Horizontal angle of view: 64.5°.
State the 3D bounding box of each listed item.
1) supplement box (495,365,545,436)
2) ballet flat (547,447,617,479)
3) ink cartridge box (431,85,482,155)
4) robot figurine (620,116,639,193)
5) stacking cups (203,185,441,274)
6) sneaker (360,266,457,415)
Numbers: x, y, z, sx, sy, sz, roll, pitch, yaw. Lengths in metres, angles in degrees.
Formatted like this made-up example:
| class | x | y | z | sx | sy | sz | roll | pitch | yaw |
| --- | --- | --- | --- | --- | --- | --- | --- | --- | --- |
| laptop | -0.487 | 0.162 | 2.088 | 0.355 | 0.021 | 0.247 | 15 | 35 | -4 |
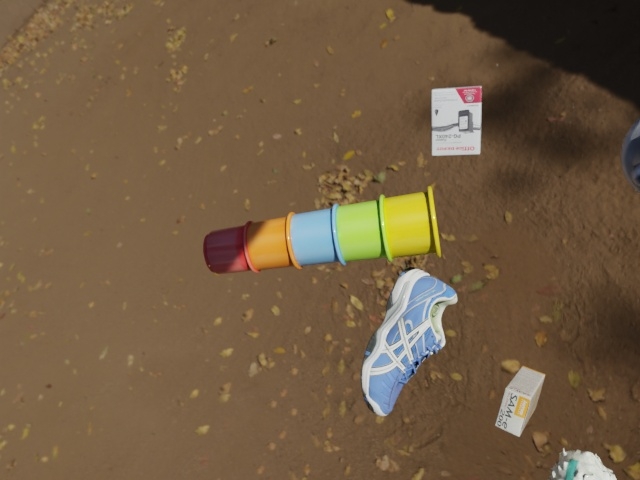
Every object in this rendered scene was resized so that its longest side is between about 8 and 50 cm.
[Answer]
| class | x | y | z | sx | sy | sz | roll | pitch | yaw |
| --- | --- | --- | --- | --- | --- | --- | --- | --- | --- |
| supplement box | 0.288 | 0.228 | 0.730 | 0.036 | 0.098 | 0.062 | 18 | 106 | 31 |
| ballet flat | 0.443 | 0.431 | 0.776 | 0.147 | 0.409 | 0.147 | -23 | 41 | 21 |
| ink cartridge box | 0.309 | -0.270 | 1.156 | 0.109 | 0.063 | 0.150 | 1 | 109 | 16 |
| robot figurine | 0.703 | -0.189 | 0.962 | 0.200 | 0.300 | 0.353 | 33 | 44 | 25 |
| stacking cups | 0.000 | 0.000 | 0.693 | 0.316 | 0.096 | 0.096 | -9 | 61 | 15 |
| sneaker | 0.120 | 0.144 | 0.699 | 0.081 | 0.080 | 0.211 | 18 | 87 | 35 |
